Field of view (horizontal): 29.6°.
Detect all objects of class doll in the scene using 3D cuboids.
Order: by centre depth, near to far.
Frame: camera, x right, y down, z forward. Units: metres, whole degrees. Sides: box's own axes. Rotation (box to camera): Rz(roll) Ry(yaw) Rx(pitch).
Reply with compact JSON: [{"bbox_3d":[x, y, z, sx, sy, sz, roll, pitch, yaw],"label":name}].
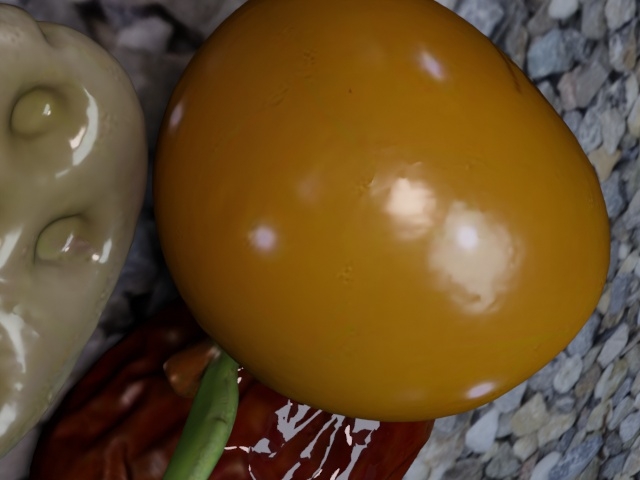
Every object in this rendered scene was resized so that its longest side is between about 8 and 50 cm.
[{"bbox_3d":[0.000,0.000,0.553,0.236,0.213,0.213,-43,146,10],"label":"doll"}]

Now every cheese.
[{"bbox_3d":[-0.180,-0.007,0.482,0.235,0.117,0.218,-46,140,-25],"label":"cheese"}]

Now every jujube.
[{"bbox_3d":[-0.044,0.108,0.685,0.250,0.174,0.174,-44,142,-22],"label":"jujube"}]
